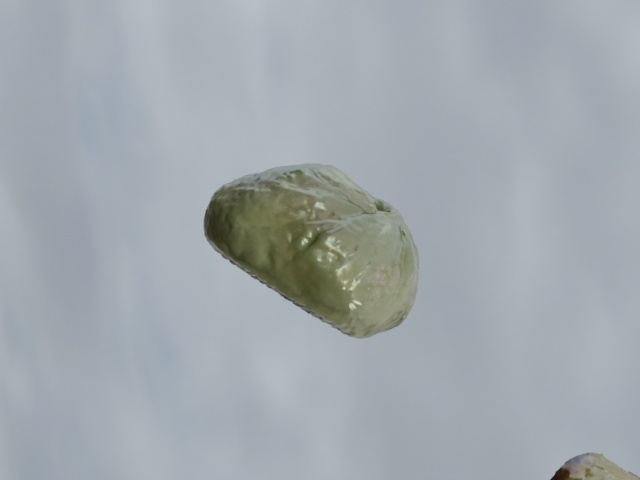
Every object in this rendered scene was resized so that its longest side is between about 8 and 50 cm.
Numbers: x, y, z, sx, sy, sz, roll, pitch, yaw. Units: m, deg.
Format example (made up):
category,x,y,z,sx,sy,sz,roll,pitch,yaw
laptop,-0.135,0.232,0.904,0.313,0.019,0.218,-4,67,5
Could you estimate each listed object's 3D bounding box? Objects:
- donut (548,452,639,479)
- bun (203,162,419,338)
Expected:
category,x,y,z,sx,sy,sz,roll,pitch,yaw
donut,0.149,0.229,1.191,0.141,0.217,0.085,27,-17,41
bun,0.000,0.000,0.993,0.069,0.115,0.115,-57,-155,-5
